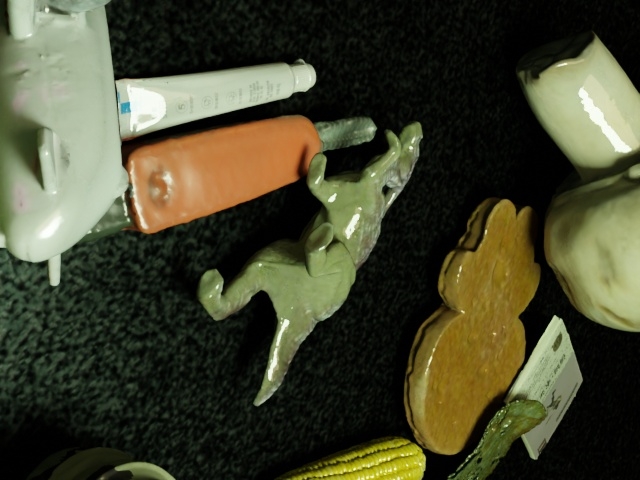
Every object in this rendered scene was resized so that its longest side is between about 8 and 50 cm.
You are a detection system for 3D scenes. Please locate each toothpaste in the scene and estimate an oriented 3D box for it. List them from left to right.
[{"bbox_3d":[-0.083,-0.121,0.879,0.190,0.031,0.048,-17,117,-37],"label":"toothpaste"}]

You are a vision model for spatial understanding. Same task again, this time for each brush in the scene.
[{"bbox_3d":[-0.079,-0.062,0.889,0.323,0.051,0.070,-17,107,-38],"label":"brush"}]

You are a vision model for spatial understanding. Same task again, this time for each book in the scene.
[{"bbox_3d":[0.274,0.183,1.314,0.127,0.014,0.181,-56,146,-17],"label":"book"}]

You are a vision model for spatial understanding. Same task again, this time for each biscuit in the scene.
[{"bbox_3d":[0.168,0.094,1.184,0.202,0.044,0.288,2,101,-49],"label":"biscuit"}]

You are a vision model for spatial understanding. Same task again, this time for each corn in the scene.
[{"bbox_3d":[0.027,0.241,1.073,0.206,0.067,0.067,-9,108,-42],"label":"corn"}]

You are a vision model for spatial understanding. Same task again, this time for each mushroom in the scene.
[{"bbox_3d":[0.348,-0.079,1.168,0.314,0.314,0.336,-43,107,-27],"label":"mushroom"}]

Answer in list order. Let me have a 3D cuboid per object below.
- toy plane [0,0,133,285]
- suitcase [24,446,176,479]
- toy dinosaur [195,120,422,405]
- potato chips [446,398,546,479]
[{"bbox_3d":[-0.179,-0.091,0.671,0.118,0.252,0.252,-1,105,-12],"label":"toy plane"},{"bbox_3d":[-0.203,0.323,0.784,0.351,0.194,0.339,-52,126,-22],"label":"suitcase"},{"bbox_3d":[0.007,0.003,0.951,0.294,0.077,0.162,-47,154,-9],"label":"toy dinosaur"},{"bbox_3d":[0.178,0.264,1.235,0.209,0.026,0.142,-41,149,-11],"label":"potato chips"}]
